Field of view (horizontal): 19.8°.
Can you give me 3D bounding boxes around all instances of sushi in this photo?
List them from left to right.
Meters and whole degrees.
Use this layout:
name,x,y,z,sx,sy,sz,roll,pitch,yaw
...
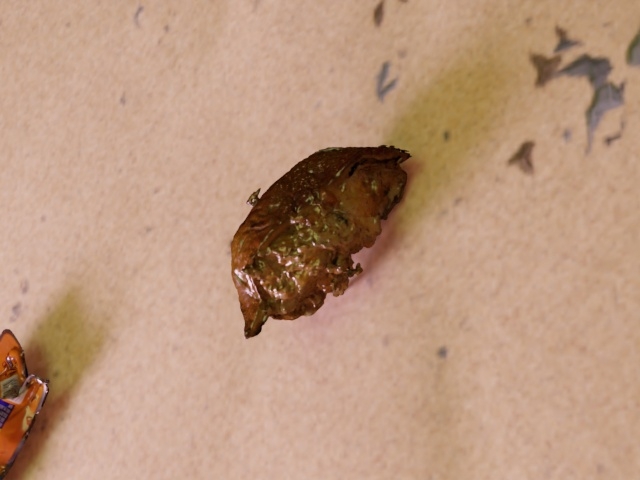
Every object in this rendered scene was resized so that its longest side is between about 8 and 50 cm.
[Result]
name,x,y,z,sx,sy,sz,roll,pitch,yaw
sushi,-0.003,-0.002,0.894,0.060,0.061,0.118,33,94,54

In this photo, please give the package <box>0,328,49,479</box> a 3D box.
name,x,y,z,sx,sy,sz,roll,pitch,yaw
package,-0.188,0.108,1.025,0.077,0.033,0.110,39,105,32
